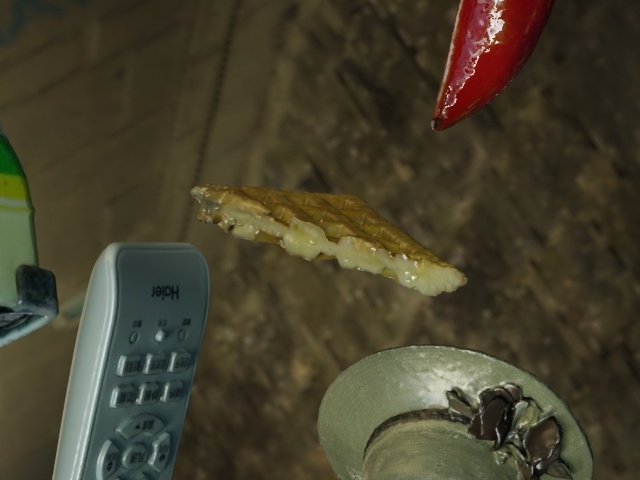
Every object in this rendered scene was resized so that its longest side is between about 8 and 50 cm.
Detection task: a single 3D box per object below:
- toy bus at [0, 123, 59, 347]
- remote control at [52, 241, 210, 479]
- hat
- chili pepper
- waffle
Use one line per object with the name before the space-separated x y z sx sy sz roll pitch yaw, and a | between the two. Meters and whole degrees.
toy bus | -0.244 -0.028 0.741 0.134 0.164 0.276 -21 161 39
remote control | -0.134 0.143 1.239 0.103 0.051 0.293 1 101 -59
hat | 0.109 0.226 1.760 0.257 0.257 0.130 -44 -161 40
chili pepper | 0.105 -0.264 1.295 0.137 0.368 0.092 -10 175 -3
waffle | 0.000 0.000 1.230 0.125 0.032 0.191 7 -169 -18
